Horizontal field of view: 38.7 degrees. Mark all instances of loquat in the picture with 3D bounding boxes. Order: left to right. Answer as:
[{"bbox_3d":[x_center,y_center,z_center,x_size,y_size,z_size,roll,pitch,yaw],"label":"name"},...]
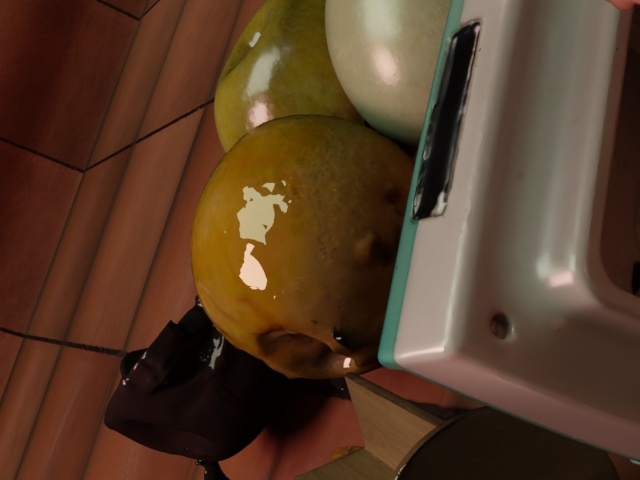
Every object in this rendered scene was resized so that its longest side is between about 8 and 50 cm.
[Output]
[{"bbox_3d":[0.000,0.000,0.818,0.244,0.244,0.244,-45,33,40],"label":"loquat"}]

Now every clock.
[{"bbox_3d":[0.170,-0.026,0.496,0.116,0.231,0.262,-18,53,55],"label":"clock"}]

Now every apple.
[{"bbox_3d":[-0.010,-0.162,1.013,0.261,0.194,0.261,-49,24,30],"label":"apple"}]

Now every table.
[{"bbox_3d":[0.073,0.173,0.631,0.167,0.167,0.227,-69,17,-4],"label":"table"}]

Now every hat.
[{"bbox_3d":[-0.092,0.152,1.004,0.238,0.209,0.336,-47,6,-4],"label":"hat"}]

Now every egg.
[{"bbox_3d":[0.097,-0.200,0.831,0.186,0.187,0.253,-32,58,52],"label":"egg"}]

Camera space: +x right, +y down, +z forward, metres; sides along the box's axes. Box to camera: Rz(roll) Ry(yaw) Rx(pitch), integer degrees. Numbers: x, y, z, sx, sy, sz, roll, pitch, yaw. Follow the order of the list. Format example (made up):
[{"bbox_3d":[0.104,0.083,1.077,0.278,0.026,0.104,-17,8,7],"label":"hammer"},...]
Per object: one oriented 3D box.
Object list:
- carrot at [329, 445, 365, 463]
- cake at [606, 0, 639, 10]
[{"bbox_3d":[0.019,0.282,0.739,0.067,0.067,0.225,-35,38,50],"label":"carrot"},{"bbox_3d":[0.257,-0.186,0.327,0.293,0.307,0.314,18,84,59],"label":"cake"}]
